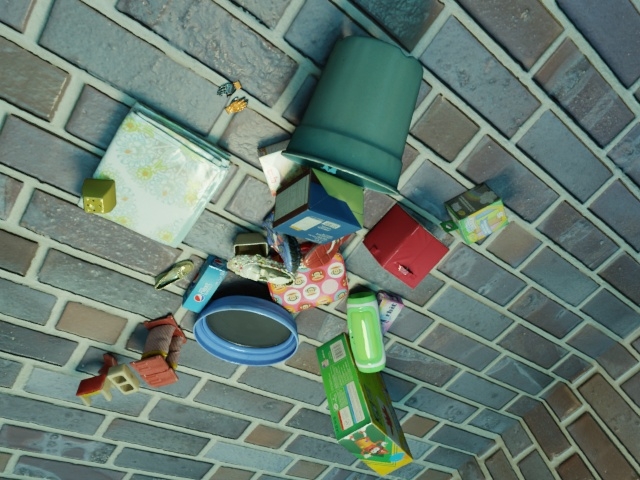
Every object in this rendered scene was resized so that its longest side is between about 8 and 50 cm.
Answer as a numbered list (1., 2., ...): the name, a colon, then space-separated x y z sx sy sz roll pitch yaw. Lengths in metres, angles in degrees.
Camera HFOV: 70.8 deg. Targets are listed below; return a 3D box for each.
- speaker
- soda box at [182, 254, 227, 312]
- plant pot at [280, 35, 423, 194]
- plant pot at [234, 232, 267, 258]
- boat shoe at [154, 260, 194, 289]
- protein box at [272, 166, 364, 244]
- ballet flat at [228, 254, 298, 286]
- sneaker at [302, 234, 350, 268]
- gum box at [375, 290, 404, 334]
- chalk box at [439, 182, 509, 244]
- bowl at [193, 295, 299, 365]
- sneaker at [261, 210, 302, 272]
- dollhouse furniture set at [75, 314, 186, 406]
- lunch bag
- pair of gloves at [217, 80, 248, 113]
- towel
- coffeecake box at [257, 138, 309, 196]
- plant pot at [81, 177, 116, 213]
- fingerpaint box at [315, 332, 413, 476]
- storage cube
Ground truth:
1. speaker: 0.181 0.360 1.778 0.131 0.131 0.297 -10 94 -8
2. soda box: -0.412 0.156 1.599 0.071 0.067 0.210 26 114 -27
3. plant pot: 0.103 -0.333 1.215 0.341 0.341 0.334 16 95 -23
4. plant pot: -0.241 0.030 1.538 0.109 0.096 0.109 -5 124 -12
5. boat shoe: -0.508 0.123 1.564 0.153 0.048 0.056 -25 126 4
6. protein box: -0.008 -0.094 1.360 0.199 0.136 0.201 17 157 -32
7. ballet flat: -0.185 0.102 1.488 0.240 0.077 0.091 10 120 -17
8. sneaker: 0.000 0.000 1.545 0.221 0.128 0.087 -40 131 -21
9. gum box: 0.255 0.299 1.867 0.107 0.062 0.188 15 119 -23
10. chalk box: 0.544 -0.085 1.635 0.213 0.132 0.132 -29 126 7
11. bowl: -0.274 0.343 1.689 0.390 0.077 0.391 3 136 3
12. sneaker: -0.130 0.007 1.512 0.087 0.221 0.083 -27 164 25
13. dollhouse furniture set: -0.700 0.437 1.648 0.373 0.201 0.152 -16 127 5
14. lunch bag: -0.053 0.121 1.633 0.292 0.120 0.258 -14 125 -4
15. pair of gloves: -0.250 -0.409 1.289 0.074 0.010 0.083 -23 125 3
16. towel: -0.487 -0.177 1.344 0.320 0.090 0.374 30 112 -26
17. coffeecake box: -0.087 -0.238 1.411 0.185 0.068 0.142 -18 127 -1
18. plant pot: -0.621 -0.117 1.252 0.081 0.083 0.082 4 121 -14
19. fingerpaint box: 0.171 0.673 1.866 0.163 0.445 0.371 -32 126 10
20. storage cube: 0.298 0.017 1.600 0.183 0.215 0.193 34 104 -30
